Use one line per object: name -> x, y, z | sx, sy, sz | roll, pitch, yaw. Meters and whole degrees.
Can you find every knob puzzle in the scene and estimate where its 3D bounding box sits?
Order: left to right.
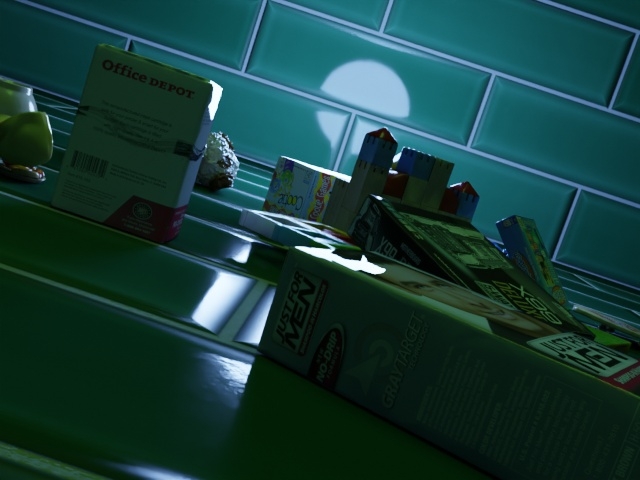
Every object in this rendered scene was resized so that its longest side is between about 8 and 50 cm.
knob puzzle -> 0.613, 0.183, 1.692 | 0.213, 0.030, 0.213 | 22, 6, -3

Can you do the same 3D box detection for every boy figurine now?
boy figurine -> -0.539, -0.177, 1.236 | 0.285, 0.092, 0.177 | 14, 15, 25

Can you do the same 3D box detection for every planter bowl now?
planter bowl -> -0.686, -0.294, 1.733 | 0.162, 0.109, 0.162 | 18, 8, -3

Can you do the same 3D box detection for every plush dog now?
plush dog -> -0.300, -0.207, 1.935 | 0.225, 0.210, 0.262 | 30, 30, -26

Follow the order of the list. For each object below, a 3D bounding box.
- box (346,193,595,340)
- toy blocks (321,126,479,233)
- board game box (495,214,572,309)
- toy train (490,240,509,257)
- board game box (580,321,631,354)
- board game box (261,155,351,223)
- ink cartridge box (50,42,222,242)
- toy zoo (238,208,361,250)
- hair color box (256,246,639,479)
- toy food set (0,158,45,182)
box -> 0.215, 0.063, 1.167 | 0.242, 0.076, 0.307 | 12, 26, -39
toy blocks -> 0.166, -0.070, 1.581 | 0.381, 0.261, 0.190 | 14, 9, -34
board game box -> 0.440, 0.055, 1.644 | 0.047, 0.210, 0.160 | -26, -15, 25
toy train -> 0.361, 0.055, 1.745 | 0.184, 0.105, 0.080 | 18, 11, 1
board game box -> 0.445, 0.169, 1.396 | 0.124, 0.039, 0.259 | 23, 6, 36
board game box -> 0.035, -0.072, 1.731 | 0.275, 0.142, 0.144 | 13, 9, -38
ink cartridge box -> -0.259, -0.138, 1.142 | 0.172, 0.237, 0.100 | 19, 8, 1
toy zoo -> 0.000, 0.000, 1.308 | 0.192, 0.030, 0.293 | 10, 10, -44
hair color box -> 0.149, 0.120, 0.746 | 0.374, 0.114, 0.185 | 22, 9, 30
toy food set -> -0.475, -0.111, 1.259 | 0.082, 0.020, 0.083 | 19, 8, 4
